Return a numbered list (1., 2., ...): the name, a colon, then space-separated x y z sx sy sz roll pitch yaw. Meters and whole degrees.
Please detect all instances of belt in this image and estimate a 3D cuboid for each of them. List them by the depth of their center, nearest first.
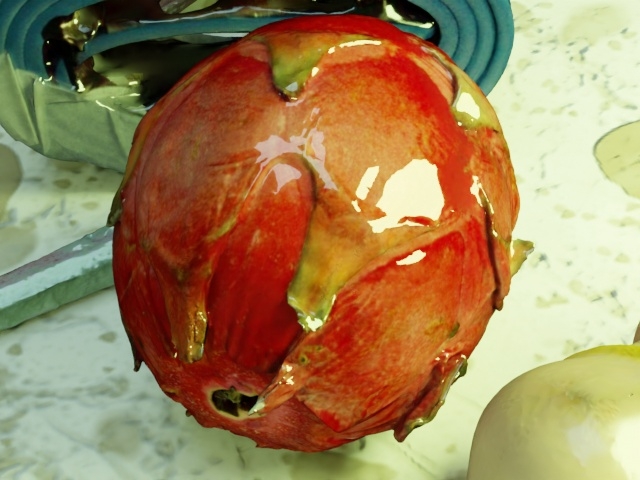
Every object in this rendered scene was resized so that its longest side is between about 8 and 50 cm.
1. belt: -0.051 -0.151 1.146 0.346 0.212 0.117 -3 43 2

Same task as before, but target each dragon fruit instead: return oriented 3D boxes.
1. dragon fruit: -0.002 -0.006 0.967 0.252 0.241 0.241 -44 50 -16

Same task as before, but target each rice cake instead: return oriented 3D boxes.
1. rice cake: -0.195 0.036 1.100 0.207 0.033 0.033 -23 52 -13

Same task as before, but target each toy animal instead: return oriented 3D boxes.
1. toy animal: 0.172 0.098 0.880 0.248 0.149 0.165 -35 61 -10

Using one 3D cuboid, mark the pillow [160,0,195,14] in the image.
1. pillow: -0.156 -0.176 1.324 0.185 0.043 0.118 -34 40 -29
